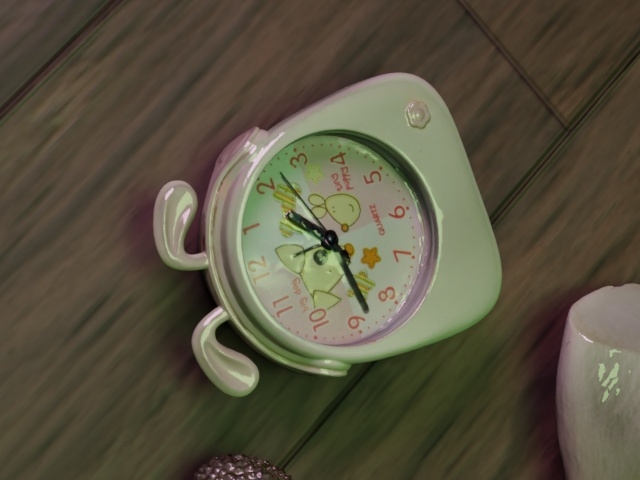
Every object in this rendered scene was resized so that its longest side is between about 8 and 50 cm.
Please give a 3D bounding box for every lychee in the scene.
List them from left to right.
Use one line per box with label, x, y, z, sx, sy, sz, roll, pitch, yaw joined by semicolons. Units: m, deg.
lychee;-0.037;0.153;0.966;0.083;0.068;0.067;62;25;-7

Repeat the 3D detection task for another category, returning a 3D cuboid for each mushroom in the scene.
mushroom;0.187;0.140;1.064;0.116;0.093;0.225;7;93;-6

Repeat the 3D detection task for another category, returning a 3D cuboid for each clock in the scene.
clock;0.000;0.000;0.993;0.191;0.062;0.152;-22;96;-24
